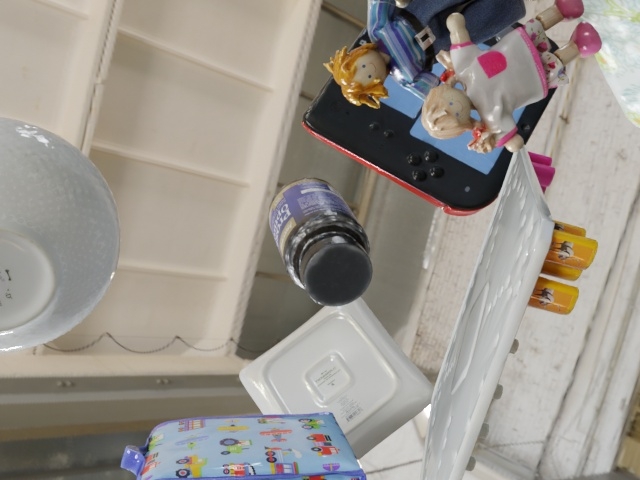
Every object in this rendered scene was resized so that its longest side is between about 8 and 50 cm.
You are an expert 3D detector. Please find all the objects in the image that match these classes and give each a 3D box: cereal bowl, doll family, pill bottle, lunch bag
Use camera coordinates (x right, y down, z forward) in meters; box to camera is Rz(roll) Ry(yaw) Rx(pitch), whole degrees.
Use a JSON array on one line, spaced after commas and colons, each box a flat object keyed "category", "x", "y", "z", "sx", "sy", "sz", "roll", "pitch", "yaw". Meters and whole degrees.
[{"category": "cereal bowl", "x": -0.431, "y": 0.018, "z": 0.888, "sx": 0.339, "sy": 0.141, "sz": 0.339, "roll": -11, "pitch": -57, "yaw": -17}, {"category": "doll family", "x": 0.068, "y": -0.182, "z": 0.489, "sx": 0.163, "sy": 0.118, "sz": 0.263, "roll": -32, "pitch": -77, "yaw": -4}, {"category": "pill bottle", "x": 0.000, "y": 0.000, "z": 0.961, "sx": 0.123, "sy": 0.219, "sz": 0.122, "roll": -5, "pitch": -65, "yaw": -11}, {"category": "lunch bag", "x": -0.113, "y": 0.304, "z": 0.894, "sx": 0.293, "sy": 0.221, "sz": 0.138, "roll": 12, "pitch": -87, "yaw": -10}]

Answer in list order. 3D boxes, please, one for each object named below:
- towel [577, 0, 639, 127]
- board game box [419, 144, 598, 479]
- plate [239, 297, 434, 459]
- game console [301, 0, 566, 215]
[{"category": "towel", "x": 0.547, "y": -0.266, "z": 0.967, "sx": 0.374, "sy": 0.320, "sz": 0.090, "roll": 39, "pitch": -100, "yaw": -42}, {"category": "board game box", "x": 0.185, "y": 0.114, "z": 0.738, "sx": 0.390, "sy": 0.050, "sz": 0.390, "roll": -52, "pitch": -23, "yaw": -68}, {"category": "plate", "x": 0.019, "y": 0.253, "z": 1.206, "sx": 0.277, "sy": 0.278, "sz": 0.045, "roll": -37, "pitch": -33, "yaw": -4}, {"category": "game console", "x": 0.204, "y": -0.258, "z": 1.145, "sx": 0.386, "sy": 0.342, "sz": 0.060, "roll": -57, "pitch": -4, "yaw": -20}]
